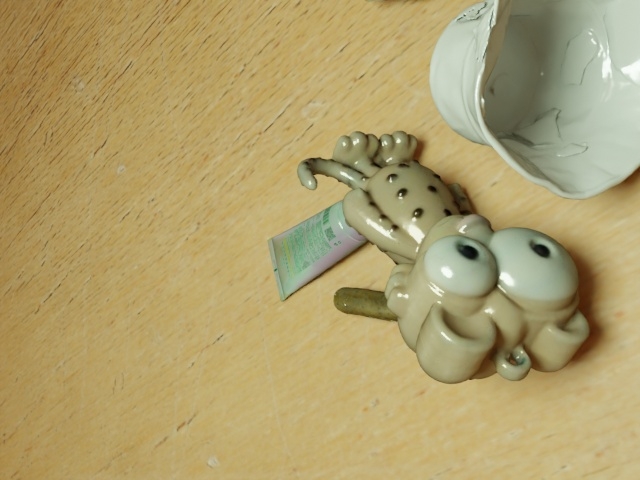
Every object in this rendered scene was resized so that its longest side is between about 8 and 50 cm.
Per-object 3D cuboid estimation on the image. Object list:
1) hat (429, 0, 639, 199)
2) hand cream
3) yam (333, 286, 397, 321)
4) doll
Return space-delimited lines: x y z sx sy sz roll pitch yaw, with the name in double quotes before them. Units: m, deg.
"hat" 0.167 -0.132 0.555 0.126 0.203 0.203 19 96 64
"hand cream" 0.000 0.000 0.753 0.174 0.047 0.076 -33 63 43
"yam" 0.075 0.063 0.678 0.145 0.032 0.032 2 84 41
"doll" 0.093 0.003 0.595 0.278 0.154 0.119 52 140 35
